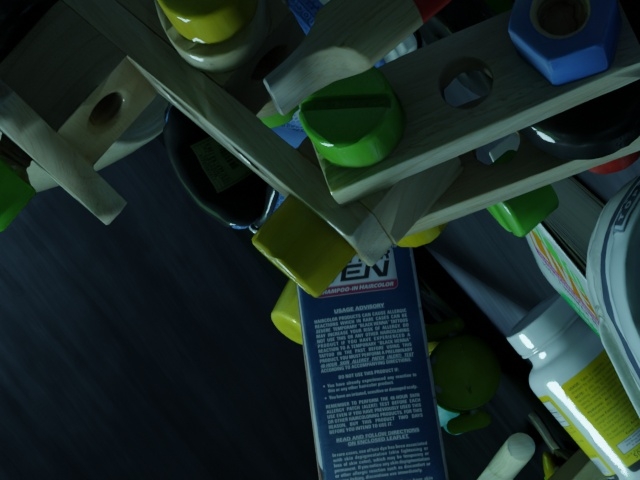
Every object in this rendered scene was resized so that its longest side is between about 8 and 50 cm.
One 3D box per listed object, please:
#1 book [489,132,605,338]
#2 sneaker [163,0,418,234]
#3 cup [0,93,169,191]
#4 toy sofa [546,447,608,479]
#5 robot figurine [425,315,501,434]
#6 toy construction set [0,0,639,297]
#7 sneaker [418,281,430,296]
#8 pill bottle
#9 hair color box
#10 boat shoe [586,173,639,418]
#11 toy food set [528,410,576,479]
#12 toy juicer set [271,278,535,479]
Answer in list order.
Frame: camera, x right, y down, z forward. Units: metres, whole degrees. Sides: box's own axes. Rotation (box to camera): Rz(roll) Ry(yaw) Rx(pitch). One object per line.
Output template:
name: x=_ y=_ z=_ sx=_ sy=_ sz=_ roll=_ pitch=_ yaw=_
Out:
book: x=0.141 y=0.009 z=0.998 sx=0.096 sy=0.035 sz=0.144 roll=51 pitch=177 yaw=31
sneaker: x=-0.032 y=-0.081 z=1.124 sx=0.130 sy=0.147 sz=0.330 roll=48 pitch=175 yaw=10
cup: x=-0.236 y=-0.174 z=1.510 sx=0.237 sy=0.331 sz=0.331 roll=12 pitch=153 yaw=34
toy sofa: x=0.222 y=0.248 z=1.346 sx=0.177 sy=0.150 sz=0.362 roll=44 pitch=174 yaw=9
robot figurine: x=0.127 y=0.119 z=1.648 sx=0.115 sy=0.067 sz=0.101 roll=83 pitch=174 yaw=-81
toy construction set: x=-0.023 y=-0.064 z=0.685 sx=0.257 sy=0.237 sz=0.309 roll=50 pitch=174 yaw=-3
sneaker: x=0.037 y=0.003 z=1.678 sx=0.089 sy=0.051 sz=0.170 roll=46 pitch=178 yaw=32
pill bottle: x=0.167 y=0.088 z=1.120 sx=0.116 sy=0.065 sz=0.065 roll=49 pitch=175 yaw=-2
hair color box: x=0.050 y=0.186 z=1.555 sx=0.174 sy=0.105 sz=0.347 roll=85 pitch=178 yaw=-66
boat shoe: x=0.212 y=0.129 z=0.688 sx=0.367 sy=0.136 sz=0.156 roll=52 pitch=174 yaw=-1
toy food set: x=0.249 y=0.244 z=1.676 sx=0.192 sy=0.038 sz=0.132 roll=43 pitch=172 yaw=49
toy juicer set: x=0.117 y=0.131 z=1.835 sx=0.329 sy=0.089 sz=0.209 roll=43 pitch=156 yaw=-12
